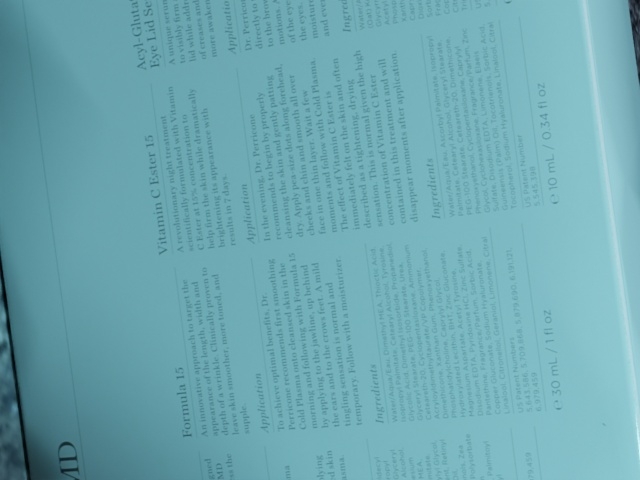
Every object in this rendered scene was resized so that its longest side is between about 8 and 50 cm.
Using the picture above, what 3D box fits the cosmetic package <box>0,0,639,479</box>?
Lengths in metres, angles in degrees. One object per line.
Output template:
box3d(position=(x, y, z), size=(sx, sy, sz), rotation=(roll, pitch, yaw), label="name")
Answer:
box3d(position=(0.000, 0.000, 0.713), size=(0.097, 0.284, 0.377), rotation=(-9, 92, -68), label="cosmetic package")
